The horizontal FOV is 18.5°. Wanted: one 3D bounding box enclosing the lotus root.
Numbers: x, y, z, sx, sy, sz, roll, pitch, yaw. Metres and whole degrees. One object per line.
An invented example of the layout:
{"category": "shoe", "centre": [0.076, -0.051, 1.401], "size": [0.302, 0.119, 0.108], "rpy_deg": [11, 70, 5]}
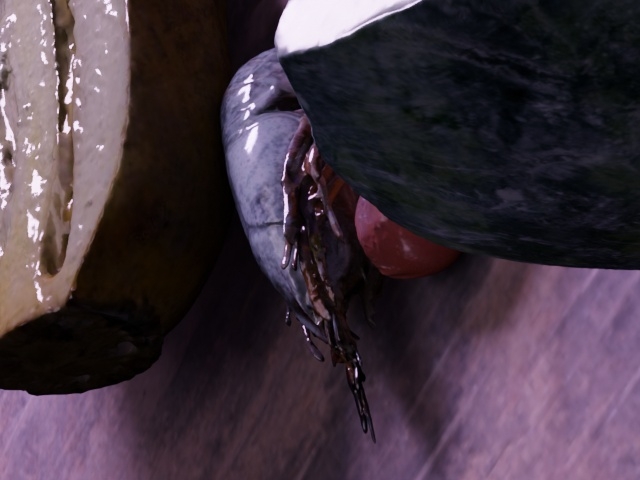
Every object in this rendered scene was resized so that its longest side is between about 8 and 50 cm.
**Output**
{"category": "lotus root", "centre": [-0.123, -0.037, 1.121], "size": [0.267, 0.149, 0.260], "rpy_deg": [-46, 43, 34]}

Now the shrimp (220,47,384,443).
{"category": "shrimp", "centre": [0.000, 0.000, 1.000], "size": [0.090, 0.079, 0.233], "rpy_deg": [86, 171, -63]}

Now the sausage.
{"category": "sausage", "centre": [0.050, -0.025, 0.944], "size": [0.094, 0.054, 0.059], "rpy_deg": [-63, 37, 23]}

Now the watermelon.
{"category": "watermelon", "centre": [0.134, -0.144, 0.736], "size": [0.387, 0.228, 0.258], "rpy_deg": [-40, 41, 37]}
